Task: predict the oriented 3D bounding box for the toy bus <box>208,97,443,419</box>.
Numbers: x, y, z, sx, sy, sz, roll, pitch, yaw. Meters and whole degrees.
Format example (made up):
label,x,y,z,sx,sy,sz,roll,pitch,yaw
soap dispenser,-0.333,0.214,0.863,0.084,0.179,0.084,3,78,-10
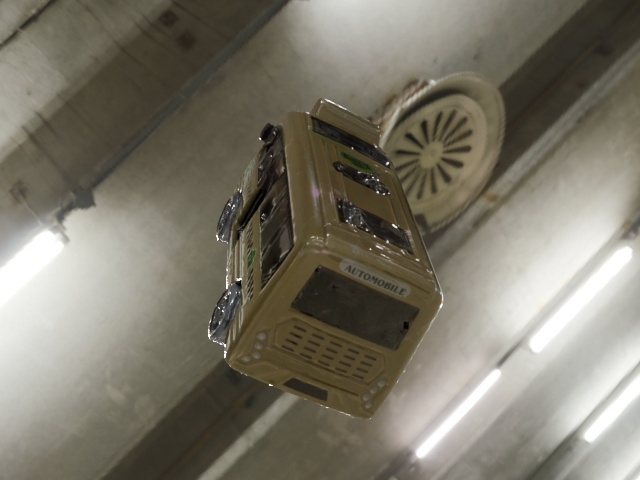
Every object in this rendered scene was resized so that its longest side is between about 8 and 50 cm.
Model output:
label,x,y,z,sx,sy,sz,roll,pitch,yaw
toy bus,0.000,0.000,0.687,0.139,0.290,0.157,25,-66,-16
